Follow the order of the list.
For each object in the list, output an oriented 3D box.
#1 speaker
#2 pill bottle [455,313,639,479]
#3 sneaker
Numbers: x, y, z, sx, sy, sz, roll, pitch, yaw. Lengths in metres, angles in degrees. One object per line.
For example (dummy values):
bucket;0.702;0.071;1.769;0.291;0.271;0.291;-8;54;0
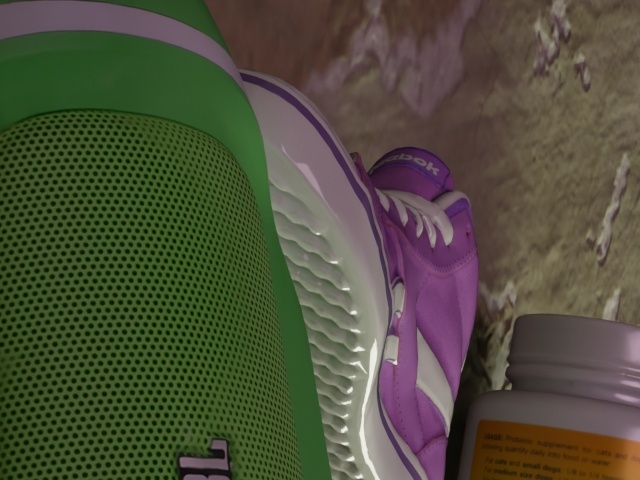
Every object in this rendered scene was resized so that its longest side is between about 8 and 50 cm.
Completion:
speaker;-0.060;0.079;0.459;0.131;0.131;0.296;35;41;-59
pill bottle;0.123;0.149;0.929;0.117;0.117;0.215;26;71;-61
sneaker;-0.001;0.000;0.700;0.282;0.102;0.161;76;28;-52
